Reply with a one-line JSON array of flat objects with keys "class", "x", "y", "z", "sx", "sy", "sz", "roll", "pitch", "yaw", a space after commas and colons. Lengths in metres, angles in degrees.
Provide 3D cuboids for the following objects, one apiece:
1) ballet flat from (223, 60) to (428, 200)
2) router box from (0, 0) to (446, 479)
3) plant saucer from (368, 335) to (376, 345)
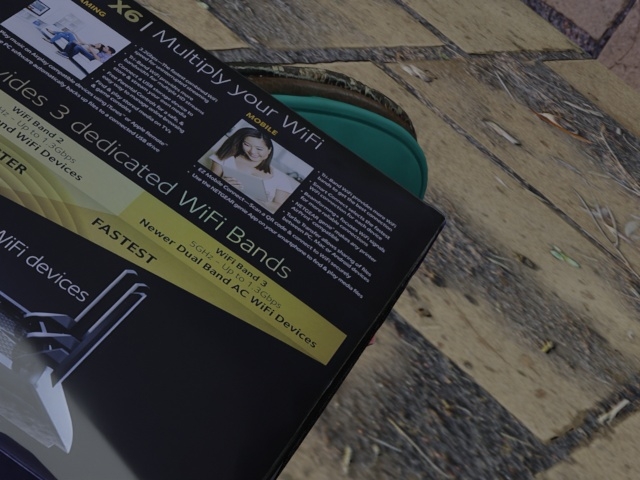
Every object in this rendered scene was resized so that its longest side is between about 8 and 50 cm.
[{"class": "ballet flat", "x": -0.146, "y": -0.019, "z": 0.775, "sx": 0.182, "sy": 0.164, "sz": 0.483, "roll": 30, "pitch": 34, "yaw": 31}, {"class": "router box", "x": -0.131, "y": -0.013, "z": 0.582, "sx": 0.309, "sy": 0.081, "sz": 0.243, "roll": 35, "pitch": 40, "yaw": 4}, {"class": "plant saucer", "x": -0.122, "y": -0.009, "z": 0.995, "sx": 0.258, "sy": 0.048, "sz": 0.259, "roll": 9, "pitch": 33, "yaw": -45}]
